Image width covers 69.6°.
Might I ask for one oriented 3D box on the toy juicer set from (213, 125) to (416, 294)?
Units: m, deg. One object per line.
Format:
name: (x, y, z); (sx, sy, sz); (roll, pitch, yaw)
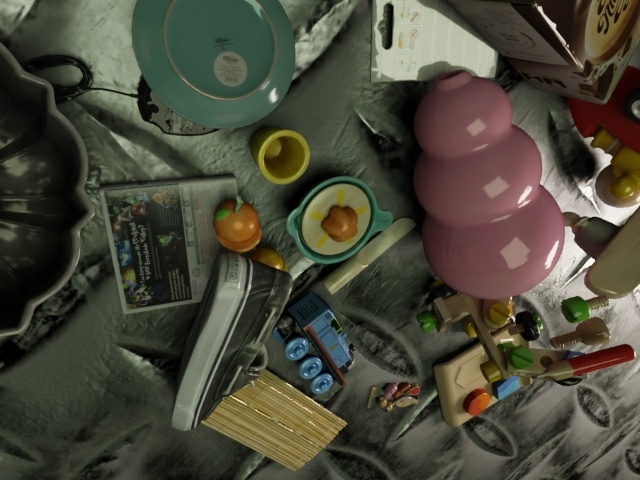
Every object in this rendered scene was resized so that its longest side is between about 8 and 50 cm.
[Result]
toy juicer set: (0.000, 0.000, 0.667); (0.329, 0.089, 0.209); (29, 99, -37)

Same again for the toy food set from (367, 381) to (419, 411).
toy food set: (0.158, 0.321, 0.950); (0.122, 0.019, 0.078); (-1, 116, -21)

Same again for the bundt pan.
bundt pan: (-0.396, -0.042, 0.426); (0.330, 0.124, 0.331); (1, 89, -30)

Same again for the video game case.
video game case: (-0.199, 0.007, 0.643); (0.173, 0.022, 0.191); (-8, 119, -19)

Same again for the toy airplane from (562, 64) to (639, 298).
toy airplane: (0.583, -0.102, 0.747); (0.385, 0.272, 0.385); (0, 81, -8)

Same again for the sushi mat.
sushi mat: (-0.092, 0.328, 0.853); (0.151, 0.019, 0.316); (-43, 124, 2)

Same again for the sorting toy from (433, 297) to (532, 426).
sorting toy: (0.354, 0.263, 0.985); (0.229, 0.041, 0.307); (-24, 122, -9)

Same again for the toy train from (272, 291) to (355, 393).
toy train: (-0.003, 0.179, 0.779); (0.105, 0.080, 0.184); (-35, 123, -9)

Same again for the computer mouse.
computer mouse: (-0.223, -0.168, 0.538); (0.242, 0.041, 0.071); (6, 105, -17)

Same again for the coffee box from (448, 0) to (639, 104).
coffee box: (0.302, -0.306, 0.567); (0.297, 0.119, 0.168); (9, 109, -45)

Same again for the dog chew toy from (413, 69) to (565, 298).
dog chew toy: (0.230, -0.078, 0.672); (0.206, 0.206, 0.332); (-27, 115, -7)

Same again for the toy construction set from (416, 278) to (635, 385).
toy construction set: (0.303, 0.157, 0.768); (0.237, 0.309, 0.258); (-16, 94, -1)

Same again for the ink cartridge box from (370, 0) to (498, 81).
ink cartridge box: (0.156, -0.294, 0.629); (0.179, 0.045, 0.146); (-2, 119, 0)

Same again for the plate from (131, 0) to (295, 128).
plate: (-0.113, -0.223, 0.523); (0.188, 0.024, 0.188); (-3, 99, -23)

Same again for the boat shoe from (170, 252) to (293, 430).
boat shoe: (-0.132, 0.168, 0.659); (0.119, 0.121, 0.335); (15, 125, -18)
